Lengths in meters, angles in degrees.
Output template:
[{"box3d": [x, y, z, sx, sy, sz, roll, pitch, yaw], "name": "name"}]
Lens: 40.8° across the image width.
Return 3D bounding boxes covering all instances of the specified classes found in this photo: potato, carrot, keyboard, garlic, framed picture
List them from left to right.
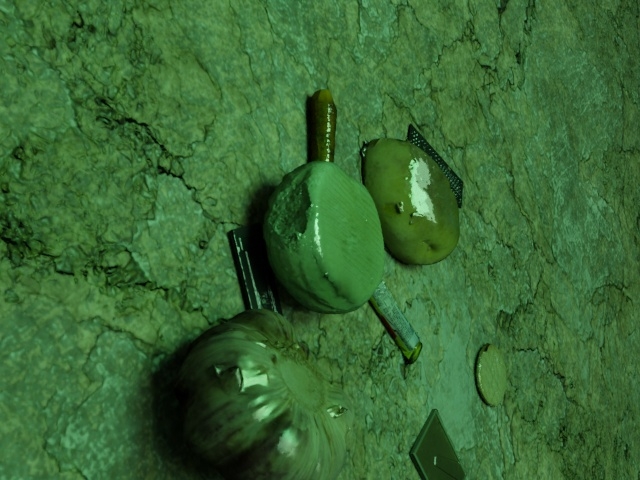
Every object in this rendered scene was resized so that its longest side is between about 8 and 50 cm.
[{"box3d": [-0.074, 0.197, 0.992, 0.245, 0.160, 0.245, 40, 27, -26], "name": "garlic"}, {"box3d": [-0.075, 0.080, 1.129, 0.061, 0.013, 0.205, -19, 96, -54], "name": "keyboard"}, {"box3d": [0.002, -0.138, 1.264, 0.042, 0.042, 0.171, 20, 68, -50], "name": "carrot"}, {"box3d": [0.153, -0.048, 1.398, 0.243, 0.098, 0.138, 47, 49, -35], "name": "potato"}, {"box3d": [0.211, -0.133, 1.564, 0.198, 0.010, 0.064, 40, 50, -41], "name": "keyboard"}, {"box3d": [0.198, 0.371, 1.426, 0.109, 0.011, 0.149, -48, 120, -46], "name": "framed picture"}]

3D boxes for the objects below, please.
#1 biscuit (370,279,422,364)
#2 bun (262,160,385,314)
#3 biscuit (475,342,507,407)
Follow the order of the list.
[{"box3d": [0.088, 0.080, 1.336, 0.292, 0.026, 0.048, 57, 46, -27], "name": "biscuit"}, {"box3d": [0.002, 0.001, 1.169, 0.221, 0.108, 0.221, 27, 58, -54], "name": "bun"}, {"box3d": [0.322, 0.252, 1.615, 0.120, 0.015, 0.120, 17, 69, -51], "name": "biscuit"}]
